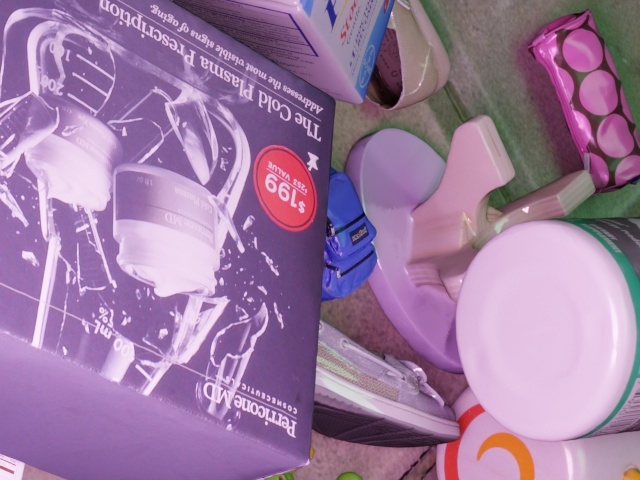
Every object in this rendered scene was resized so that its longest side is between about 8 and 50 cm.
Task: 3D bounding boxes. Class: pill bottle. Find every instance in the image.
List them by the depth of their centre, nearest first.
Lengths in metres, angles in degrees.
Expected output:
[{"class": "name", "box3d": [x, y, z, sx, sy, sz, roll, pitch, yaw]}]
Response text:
[{"class": "pill bottle", "box3d": [0.317, 0.078, 1.829, 0.361, 0.204, 0.204, -1, 79, -45]}]

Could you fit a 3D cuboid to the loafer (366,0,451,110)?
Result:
[{"class": "loafer", "box3d": [0.042, -0.245, 1.949, 0.268, 0.102, 0.092, 54, 42, -19]}]

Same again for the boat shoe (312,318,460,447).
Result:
[{"class": "boat shoe", "box3d": [0.010, 0.118, 1.806, 0.320, 0.118, 0.103, 24, 66, -29]}]

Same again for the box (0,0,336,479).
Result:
[{"class": "box", "box3d": [-0.172, -0.013, 1.367, 0.343, 0.179, 0.312, 27, 55, -38]}]

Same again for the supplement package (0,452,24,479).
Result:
[{"class": "supplement package", "box3d": [-0.340, 0.211, 1.383, 0.149, 0.194, 0.203, 29, 59, -36]}]

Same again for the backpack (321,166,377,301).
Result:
[{"class": "backpack", "box3d": [0.000, 0.000, 1.840, 0.098, 0.101, 0.120, -33, 105, -37]}]

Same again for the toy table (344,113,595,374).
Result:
[{"class": "toy table", "box3d": [0.155, 0.001, 1.947, 0.274, 0.161, 0.252, 55, 48, -19]}]

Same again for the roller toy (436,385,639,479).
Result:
[{"class": "roller toy", "box3d": [0.230, 0.224, 1.925, 0.146, 0.209, 0.191, -2, 74, -45]}]

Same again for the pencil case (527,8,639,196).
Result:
[{"class": "pencil case", "box3d": [0.306, -0.156, 2.190, 0.098, 0.095, 0.209, -25, 93, -29]}]

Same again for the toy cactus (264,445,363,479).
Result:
[{"class": "toy cactus", "box3d": [-0.045, 0.292, 1.730, 0.219, 0.112, 0.180, -31, 119, -47]}]

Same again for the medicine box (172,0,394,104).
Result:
[{"class": "medicine box", "box3d": [-0.016, -0.298, 1.739, 0.289, 0.149, 0.263, 46, 60, -74]}]
